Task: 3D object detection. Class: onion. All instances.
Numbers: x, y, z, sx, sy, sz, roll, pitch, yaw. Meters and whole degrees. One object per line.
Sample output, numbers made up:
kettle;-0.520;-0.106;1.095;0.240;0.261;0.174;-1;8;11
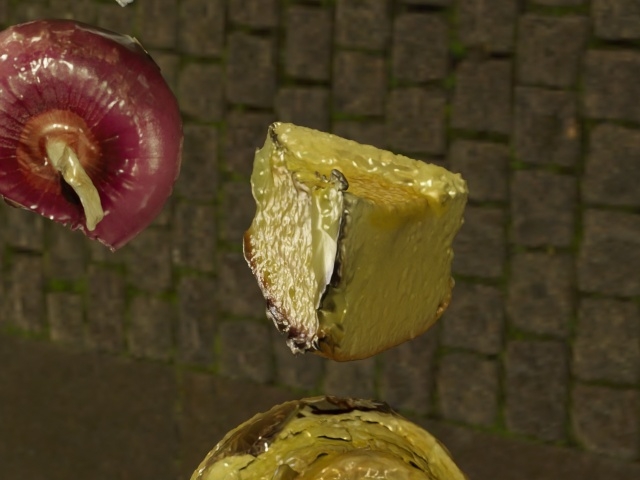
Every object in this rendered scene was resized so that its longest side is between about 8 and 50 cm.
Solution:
onion;-0.220;-0.103;1.514;0.207;0.200;0.200;22;108;17

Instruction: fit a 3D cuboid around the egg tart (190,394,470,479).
egg tart;0.020;0.212;1.173;0.241;0.241;0.106;68;156;15

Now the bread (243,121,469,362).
bread;0.000;0.000;1.212;0.169;0.160;0.140;17;110;16

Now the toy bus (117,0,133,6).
toy bus;-0.210;-0.323;1.339;0.139;0.113;0.301;-34;110;20
